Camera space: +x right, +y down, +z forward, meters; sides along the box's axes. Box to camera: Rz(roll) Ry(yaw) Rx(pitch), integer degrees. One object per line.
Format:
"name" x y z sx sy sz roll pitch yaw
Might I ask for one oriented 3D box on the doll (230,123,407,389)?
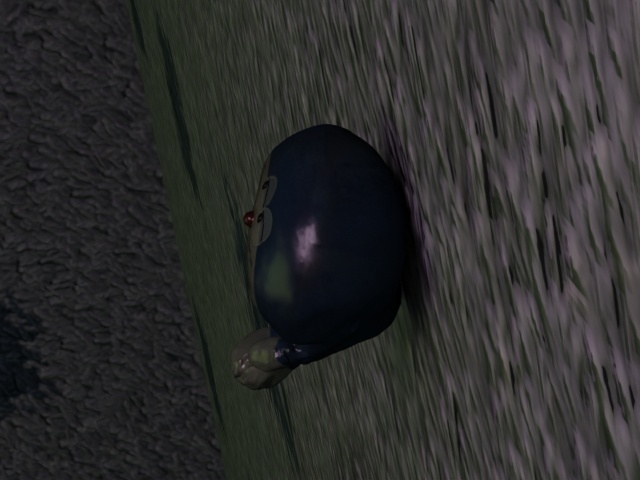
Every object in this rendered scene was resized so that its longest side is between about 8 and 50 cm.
"doll" 0.000 0.000 0.562 0.083 0.050 0.076 91 -176 -71
